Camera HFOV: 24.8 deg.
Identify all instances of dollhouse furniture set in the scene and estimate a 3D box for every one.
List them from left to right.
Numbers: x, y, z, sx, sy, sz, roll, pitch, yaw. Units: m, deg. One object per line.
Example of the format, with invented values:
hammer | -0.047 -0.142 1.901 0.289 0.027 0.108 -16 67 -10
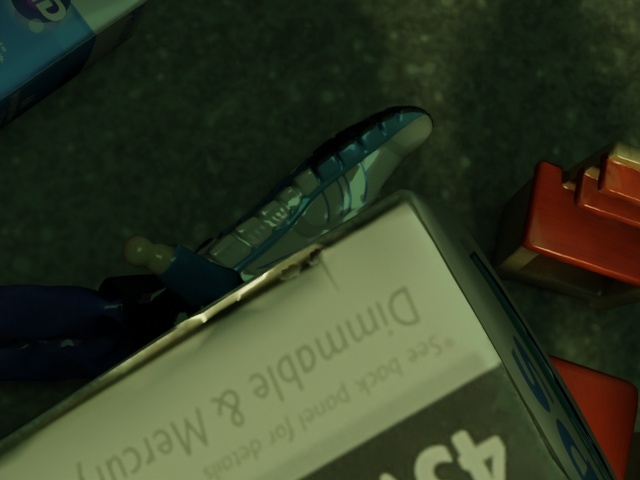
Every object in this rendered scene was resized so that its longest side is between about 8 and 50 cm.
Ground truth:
dollhouse furniture set | 0.136 0.089 0.803 0.262 0.135 0.259 17 73 -13

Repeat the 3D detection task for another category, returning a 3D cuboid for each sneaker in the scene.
sneaker | 0.000 0.000 0.825 0.191 0.071 0.083 -41 98 -13

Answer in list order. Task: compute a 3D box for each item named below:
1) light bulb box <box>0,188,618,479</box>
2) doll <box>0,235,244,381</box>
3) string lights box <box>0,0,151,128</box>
light bulb box | -0.051 0.164 0.548 0.358 0.361 0.225 -31 87 5
doll | -0.090 0.041 0.749 0.189 0.129 0.046 -3 46 -2
string lights box | -0.231 -0.100 0.765 0.260 0.077 0.133 -39 91 -21
